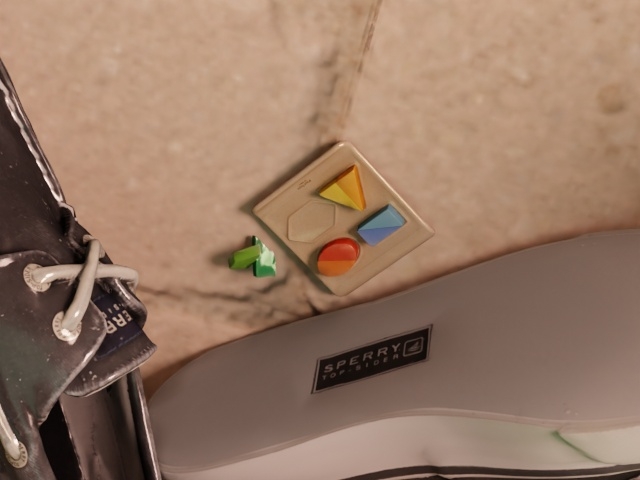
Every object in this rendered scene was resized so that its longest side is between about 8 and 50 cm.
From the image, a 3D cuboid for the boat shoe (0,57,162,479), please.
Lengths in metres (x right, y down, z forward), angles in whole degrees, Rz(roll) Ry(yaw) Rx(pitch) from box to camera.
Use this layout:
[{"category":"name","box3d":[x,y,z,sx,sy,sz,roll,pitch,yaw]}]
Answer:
[{"category":"boat shoe","box3d":[-0.115,0.036,0.554,0.102,0.108,0.301,-3,103,25]}]

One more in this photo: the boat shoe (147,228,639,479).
[{"category":"boat shoe","box3d":[0.071,0.084,0.594,0.306,0.113,0.105,-18,126,23]}]

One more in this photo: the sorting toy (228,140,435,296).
[{"category":"sorting toy","box3d":[0.000,0.000,0.606,0.083,0.012,0.062,-36,112,27]}]
